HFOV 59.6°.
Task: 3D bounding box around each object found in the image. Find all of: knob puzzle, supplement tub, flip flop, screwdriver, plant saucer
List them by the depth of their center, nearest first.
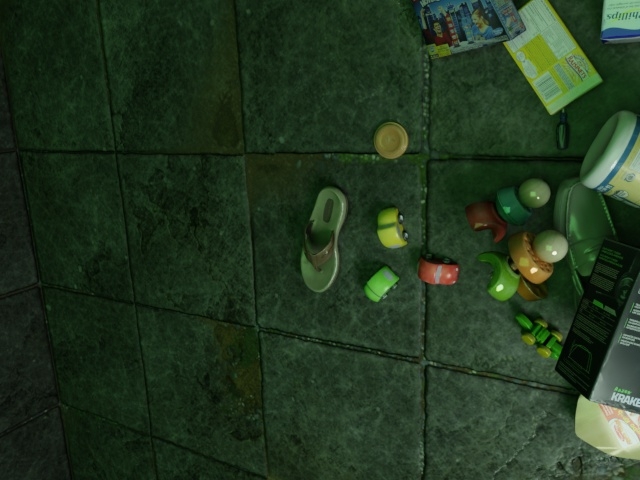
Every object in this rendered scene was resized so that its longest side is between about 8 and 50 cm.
[{"bbox_3d":[0.576,-0.123,0.964,0.200,0.144,0.144,26,116,8],"label":"supplement tub"},{"bbox_3d":[0.467,-0.260,1.075,0.024,0.025,0.169,2,105,30],"label":"screwdriver"},{"bbox_3d":[0.612,0.353,1.138,0.213,0.030,0.213,1,94,18],"label":"knob puzzle"},{"bbox_3d":[0.159,-0.227,1.271,0.084,0.013,0.083,9,108,28],"label":"plant saucer"},{"bbox_3d":[0.000,0.000,1.387,0.112,0.080,0.276,23,114,24],"label":"flip flop"}]

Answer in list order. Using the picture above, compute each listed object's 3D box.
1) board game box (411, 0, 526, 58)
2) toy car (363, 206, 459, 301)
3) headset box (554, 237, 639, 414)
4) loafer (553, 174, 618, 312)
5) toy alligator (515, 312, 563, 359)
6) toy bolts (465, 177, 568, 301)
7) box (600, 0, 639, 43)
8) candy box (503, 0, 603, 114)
[{"bbox_3d":[0.270,-0.465,1.067,0.194,0.060,0.194,8,129,52],"label":"board game box"},{"bbox_3d":[0.175,0.069,1.319,0.239,0.053,0.225,45,121,13],"label":"toy car"},{"bbox_3d":[0.587,0.150,0.957,0.247,0.131,0.282,16,99,-6],"label":"headset box"},{"bbox_3d":[0.523,0.034,1.057,0.112,0.111,0.319,-17,98,3],"label":"loafer"},{"bbox_3d":[0.486,0.226,1.182,0.190,0.056,0.051,41,160,16],"label":"toy alligator"},{"bbox_3d":[0.414,-0.006,1.098,0.158,0.218,0.228,-37,49,37],"label":"toy bolts"},{"bbox_3d":[0.519,-0.408,0.944,0.072,0.126,0.137,6,107,27],"label":"box"},{"bbox_3d":[0.430,-0.353,1.061,0.105,0.027,0.205,-34,80,30],"label":"candy box"}]
